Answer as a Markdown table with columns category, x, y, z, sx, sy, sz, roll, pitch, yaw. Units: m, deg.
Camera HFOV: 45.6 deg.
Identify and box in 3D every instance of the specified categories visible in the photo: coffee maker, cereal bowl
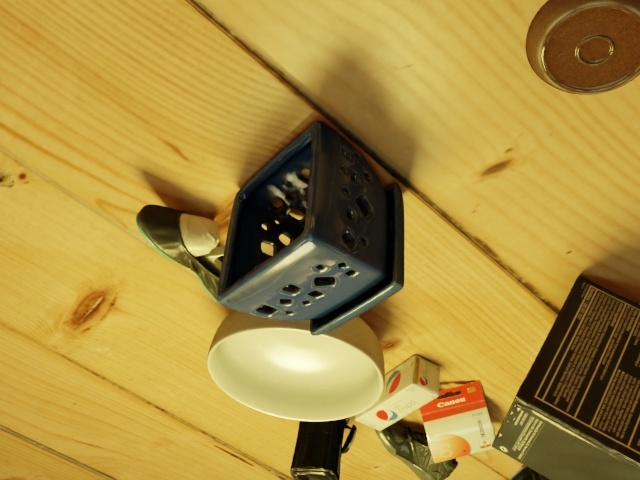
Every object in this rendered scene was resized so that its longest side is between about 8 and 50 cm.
| category | x | y | z | sx | sy | sz | roll | pitch | yaw |
| --- | --- | --- | --- | --- | --- | --- | --- | --- | --- |
| coffee maker | -0.011 | 0.453 | 1.717 | 0.120 | 0.178 | 0.171 | -24 | 129 | 32 |
| cereal bowl | -0.039 | 0.211 | 1.477 | 0.339 | 0.141 | 0.338 | 6 | 139 | 6 |

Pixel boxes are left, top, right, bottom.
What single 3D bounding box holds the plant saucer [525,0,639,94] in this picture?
| category | x | y | z | sx | sy | sz | roll | pitch | yaw |
| --- | --- | --- | --- | --- | --- | --- | --- | --- | --- |
| plant saucer | 0.348 | -0.247 | 0.964 | 0.169 | 0.029 | 0.168 | 5 | 139 | 5 |

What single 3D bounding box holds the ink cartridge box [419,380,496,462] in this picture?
| category | x | y | z | sx | sy | sz | roll | pitch | yaw |
| --- | --- | --- | --- | --- | --- | --- | --- | --- | --- |
| ink cartridge box | 0.295 | 0.393 | 1.638 | 0.146 | 0.045 | 0.179 | -15 | 125 | 6 |

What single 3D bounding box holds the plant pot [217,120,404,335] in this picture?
| category | x | y | z | sx | sy | sz | roll | pitch | yaw |
| --- | --- | --- | --- | --- | --- | --- | --- | --- | --- |
| plant pot | 0.000 | 0.000 | 1.169 | 0.212 | 0.235 | 0.236 | 29 | 135 | -28 |

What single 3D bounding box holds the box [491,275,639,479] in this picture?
| category | x | y | z | sx | sy | sz | roll | pitch | yaw |
| --- | --- | --- | --- | --- | --- | --- | --- | --- | --- |
| box | 0.485 | 0.266 | 1.242 | 0.294 | 0.296 | 0.182 | 27 | 143 | 19 |

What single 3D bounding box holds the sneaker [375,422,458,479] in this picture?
| category | x | y | z | sx | sy | sz | roll | pitch | yaw |
| --- | --- | --- | --- | --- | --- | --- | --- | --- | --- |
| sneaker | 0.232 | 0.462 | 1.755 | 0.227 | 0.087 | 0.130 | 42 | 110 | -11 |

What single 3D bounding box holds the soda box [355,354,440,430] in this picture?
| category | x | y | z | sx | sy | sz | roll | pitch | yaw |
| --- | --- | --- | --- | --- | --- | --- | --- | --- | --- |
| soda box | 0.162 | 0.327 | 1.616 | 0.069 | 0.073 | 0.216 | 28 | 136 | -18 |

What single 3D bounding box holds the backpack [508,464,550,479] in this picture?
| category | x | y | z | sx | sy | sz | roll | pitch | yaw |
| --- | --- | --- | --- | --- | --- | --- | --- | --- | --- |
| backpack | 0.531 | 0.570 | 1.636 | 0.263 | 0.276 | 0.213 | -36 | 137 | 10 |

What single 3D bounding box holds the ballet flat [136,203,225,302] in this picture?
| category | x | y | z | sx | sy | sz | roll | pitch | yaw |
| --- | --- | --- | --- | --- | --- | --- | --- | --- | --- |
| ballet flat | -0.204 | 0.013 | 1.337 | 0.096 | 0.095 | 0.280 | -20 | 142 | 17 |
